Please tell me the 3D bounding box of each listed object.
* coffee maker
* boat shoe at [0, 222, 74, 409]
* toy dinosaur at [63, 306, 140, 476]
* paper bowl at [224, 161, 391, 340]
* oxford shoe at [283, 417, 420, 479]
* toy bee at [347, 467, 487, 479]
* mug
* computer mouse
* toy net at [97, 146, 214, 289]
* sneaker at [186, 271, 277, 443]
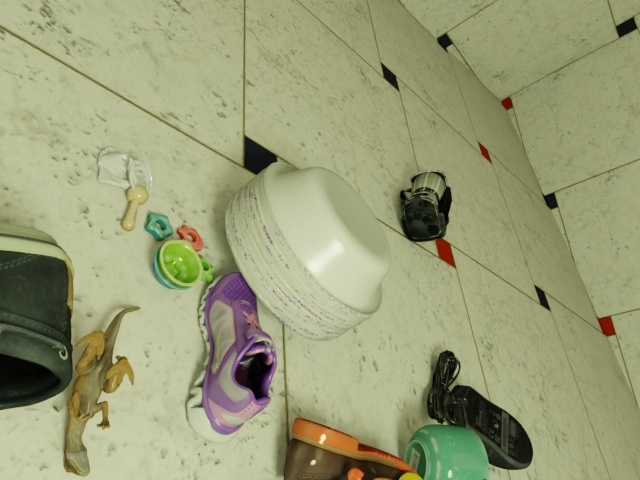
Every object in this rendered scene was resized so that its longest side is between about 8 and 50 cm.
[{"bbox_3d":[0.280,-0.071,1.390,0.171,0.120,0.178,50,34,-15],"label":"coffee maker"},{"bbox_3d":[-0.379,0.069,0.338,0.500,0.187,0.156,7,52,-57],"label":"boat shoe"},{"bbox_3d":[-0.233,0.129,0.577,0.064,0.112,0.211,26,49,-21],"label":"toy dinosaur"},{"bbox_3d":[0.000,0.000,0.859,0.284,0.148,0.284,42,25,-25],"label":"paper bowl"},{"bbox_3d":[0.046,0.339,0.789,0.271,0.097,0.098,35,65,-34],"label":"oxford shoe"},{"bbox_3d":[0.098,0.361,0.704,0.162,0.298,0.195,27,21,17],"label":"toy bee"},{"bbox_3d":[0.197,0.380,0.893,0.097,0.129,0.157,13,44,-18],"label":"mug"},{"bbox_3d":[0.318,0.371,1.132,0.272,0.072,0.188,40,37,-5],"label":"computer mouse"},{"bbox_3d":[-0.221,-0.039,0.761,0.122,0.045,0.232,-20,80,-57],"label":"toy net"},{"bbox_3d":[-0.102,0.137,0.722,0.095,0.105,0.236,31,40,-34],"label":"sneaker"}]
